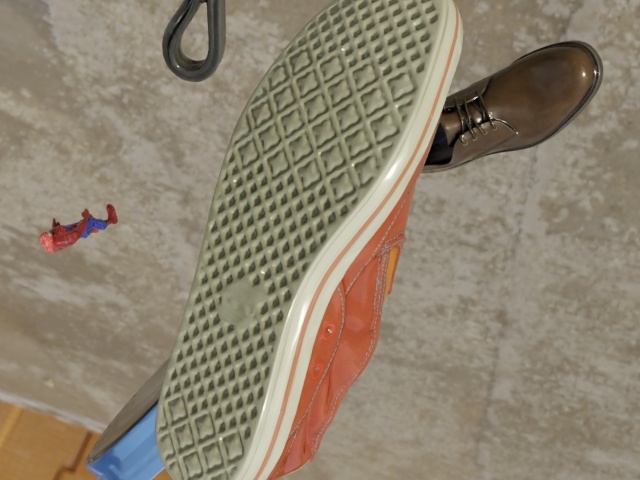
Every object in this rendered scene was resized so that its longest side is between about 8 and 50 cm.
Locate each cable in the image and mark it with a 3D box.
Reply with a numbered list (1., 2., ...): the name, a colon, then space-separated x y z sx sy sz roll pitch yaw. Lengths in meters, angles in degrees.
1. cable: -0.104 -0.283 0.904 0.139 0.072 0.287 7 141 7

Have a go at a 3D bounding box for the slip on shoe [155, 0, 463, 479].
1. slip on shoe: 0.000 0.000 0.559 0.123 0.331 0.101 25 -171 35

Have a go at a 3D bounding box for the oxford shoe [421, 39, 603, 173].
1. oxford shoe: 0.160 -0.116 0.871 0.227 0.083 0.096 -29 173 36

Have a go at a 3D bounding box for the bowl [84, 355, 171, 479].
1. bowl: -0.227 0.244 1.477 0.077 0.391 0.391 44 151 -7

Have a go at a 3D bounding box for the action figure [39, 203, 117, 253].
1. action figure: -0.217 -0.010 0.806 0.038 0.115 0.030 -19 100 13
